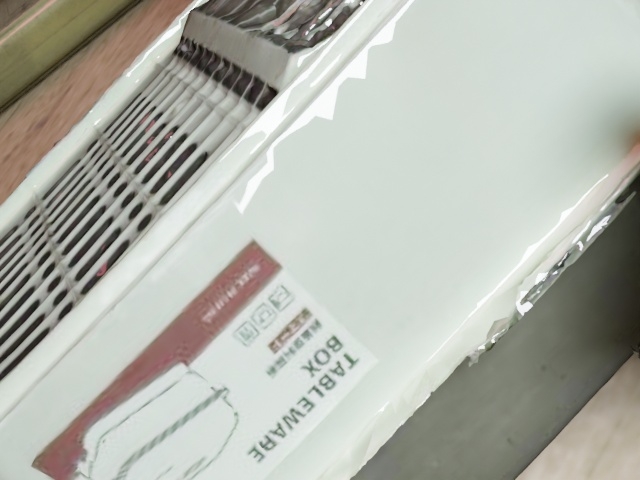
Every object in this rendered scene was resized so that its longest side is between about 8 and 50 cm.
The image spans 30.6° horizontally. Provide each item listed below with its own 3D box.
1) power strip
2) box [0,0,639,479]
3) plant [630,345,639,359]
[{"bbox_3d":[-0.192,-0.199,0.932,0.387,0.066,0.092,-34,39,10],"label":"power strip"},{"bbox_3d":[0.000,0.000,0.441,0.290,0.166,0.220,-46,25,-1],"label":"box"},{"bbox_3d":[0.186,-0.002,0.298,0.203,0.142,0.131,-6,34,35],"label":"plant"}]
